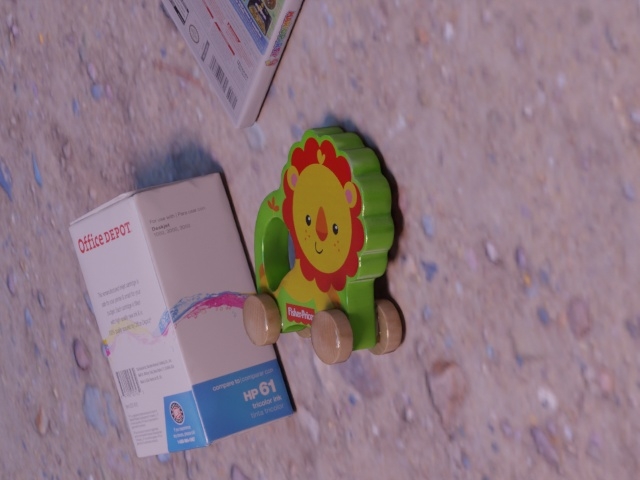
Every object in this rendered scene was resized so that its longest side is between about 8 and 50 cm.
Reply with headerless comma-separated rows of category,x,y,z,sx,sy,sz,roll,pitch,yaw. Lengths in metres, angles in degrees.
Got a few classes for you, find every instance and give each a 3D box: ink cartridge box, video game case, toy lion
ink cartridge box,-0.069,0.036,0.942,0.088,0.052,0.122,-19,89,61
video game case,-0.037,-0.118,0.847,0.087,0.011,0.122,60,149,25
toy lion,0.000,0.000,0.827,0.100,0.034,0.096,8,104,60
